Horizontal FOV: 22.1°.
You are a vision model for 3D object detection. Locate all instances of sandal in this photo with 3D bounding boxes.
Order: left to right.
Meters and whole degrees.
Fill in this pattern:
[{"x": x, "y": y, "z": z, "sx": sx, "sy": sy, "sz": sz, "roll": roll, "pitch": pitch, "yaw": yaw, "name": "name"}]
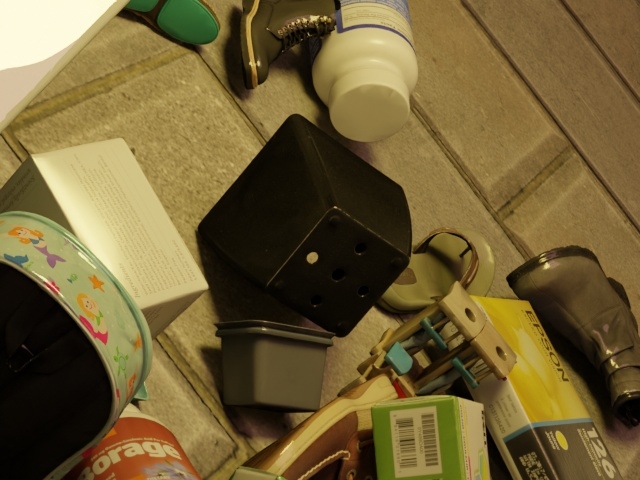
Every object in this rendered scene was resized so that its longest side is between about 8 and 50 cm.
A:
[{"x": 0.167, "y": 0.036, "z": 2.236, "sx": 0.302, "sy": 0.086, "sz": 0.120, "roll": -12, "pitch": 68, "yaw": -58, "name": "sandal"}]

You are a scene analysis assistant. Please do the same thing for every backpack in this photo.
[{"x": -0.271, "y": 0.101, "z": 1.394, "sx": 0.225, "sy": 0.253, "sz": 0.191, "roll": 48, "pitch": 30, "yaw": -7, "name": "backpack"}]

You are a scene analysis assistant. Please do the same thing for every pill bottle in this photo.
[{"x": -0.169, "y": 0.228, "z": 1.470, "sx": 0.121, "sy": 0.121, "sz": 0.216, "roll": 33, "pitch": 5, "yaw": -30, "name": "pill bottle"}, {"x": 0.060, "y": -0.272, "z": 2.353, "sx": 0.152, "sy": 0.152, "sz": 0.272, "roll": 31, "pitch": 37, "yaw": -33, "name": "pill bottle"}]

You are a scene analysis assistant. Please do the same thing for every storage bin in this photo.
[{"x": -0.057, "y": 0.143, "z": 1.823, "sx": 0.135, "sy": 0.098, "sz": 0.091, "roll": 15, "pitch": 74, "yaw": -47, "name": "storage bin"}]

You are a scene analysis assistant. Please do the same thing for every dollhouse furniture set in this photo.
[{"x": 0.136, "y": 0.166, "z": 2.013, "sx": 0.129, "sy": 0.129, "sz": 0.184, "roll": 50, "pitch": 29, "yaw": -4, "name": "dollhouse furniture set"}]

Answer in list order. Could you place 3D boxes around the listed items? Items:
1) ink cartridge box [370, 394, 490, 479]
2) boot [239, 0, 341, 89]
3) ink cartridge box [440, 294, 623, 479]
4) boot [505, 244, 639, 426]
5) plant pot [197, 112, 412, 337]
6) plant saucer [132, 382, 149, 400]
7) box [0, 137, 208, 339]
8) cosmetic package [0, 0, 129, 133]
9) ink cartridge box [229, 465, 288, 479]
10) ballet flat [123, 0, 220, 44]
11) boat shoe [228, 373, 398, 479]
[{"x": 0.145, "y": 0.275, "z": 1.816, "sx": 0.255, "sy": 0.097, "sz": 0.189, "roll": 24, "pitch": 60, "yaw": -68, "name": "ink cartridge box"}, {"x": -0.040, "y": -0.279, "z": 2.228, "sx": 0.137, "sy": 0.077, "sz": 0.198, "roll": 1, "pitch": 44, "yaw": 0, "name": "boot"}, {"x": 0.302, "y": 0.221, "z": 2.216, "sx": 0.307, "sy": 0.072, "sz": 0.304, "roll": 4, "pitch": 55, "yaw": -59, "name": "ink cartridge box"}, {"x": 0.410, "y": 0.145, "z": 2.403, "sx": 0.338, "sy": 0.118, "sz": 0.223, "roll": 22, "pitch": 42, "yaw": -50, "name": "boot"}, {"x": 0.000, "y": 0.000, "z": 1.894, "sx": 0.187, "sy": 0.188, "sz": 0.167, "roll": 34, "pitch": 13, "yaw": -30, "name": "plant pot"}, {"x": -0.228, "y": 0.082, "z": 1.711, "sx": 0.067, "sy": 0.018, "sz": 0.192, "roll": 16, "pitch": 45, "yaw": -45, "name": "plant saucer"}, {"x": -0.235, "y": 0.028, "z": 1.581, "sx": 0.119, "sy": 0.181, "sz": 0.182, "roll": -17, "pitch": 71, "yaw": -48, "name": "box"}, {"x": -0.393, "y": -0.139, "z": 1.426, "sx": 0.230, "sy": 0.161, "sz": 0.453, "roll": 45, "pitch": 52, "yaw": -13, "name": "cosmetic package"}, {"x": -0.016, "y": 0.335, "z": 1.600, "sx": 0.208, "sy": 0.087, "sz": 0.153, "roll": 34, "pitch": 70, "yaw": -29, "name": "ink cartridge box"}, {"x": -0.213, "y": -0.315, "z": 2.109, "sx": 0.206, "sy": 0.073, "sz": 0.067, "roll": 25, "pitch": 25, "yaw": -44, "name": "ballet flat"}, {"x": 0.019, "y": 0.246, "z": 1.782, "sx": 0.123, "sy": 0.123, "sz": 0.342, "roll": 55, "pitch": 23, "yaw": 7, "name": "boat shoe"}]
